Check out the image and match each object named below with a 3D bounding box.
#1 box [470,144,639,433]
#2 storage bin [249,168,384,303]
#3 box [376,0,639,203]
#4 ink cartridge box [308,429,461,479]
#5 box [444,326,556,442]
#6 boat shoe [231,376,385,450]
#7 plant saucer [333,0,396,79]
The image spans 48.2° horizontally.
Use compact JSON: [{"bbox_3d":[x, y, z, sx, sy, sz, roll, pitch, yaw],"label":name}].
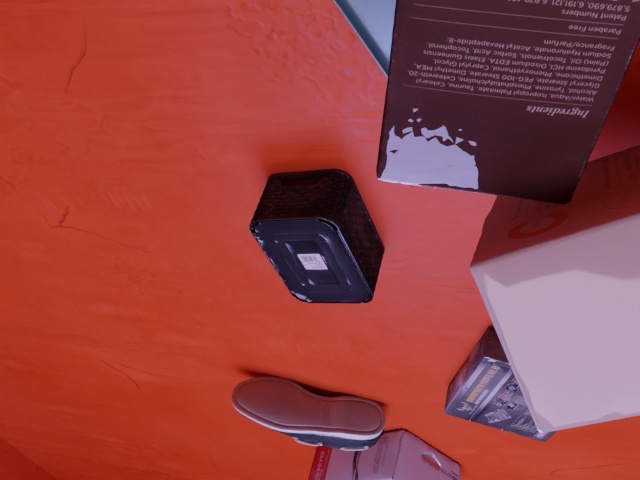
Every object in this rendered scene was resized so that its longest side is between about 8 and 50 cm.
[{"bbox_3d":[0.330,0.006,0.603,0.345,0.215,0.168,-19,102,25],"label":"box"},{"bbox_3d":[0.000,0.000,0.943,0.122,0.084,0.180,-2,141,25],"label":"storage bin"},{"bbox_3d":[0.141,-0.164,0.573,0.167,0.168,0.203,7,141,4],"label":"box"},{"bbox_3d":[0.136,0.518,1.555,0.197,0.114,0.273,38,139,-25],"label":"ink cartridge box"},{"bbox_3d":[0.319,0.239,1.151,0.183,0.056,0.231,16,144,3],"label":"box"},{"bbox_3d":[-0.027,0.349,1.399,0.303,0.114,0.091,14,139,6],"label":"boat shoe"},{"bbox_3d":[0.056,-0.220,0.679,0.067,0.018,0.192,-13,135,36],"label":"plant saucer"}]
